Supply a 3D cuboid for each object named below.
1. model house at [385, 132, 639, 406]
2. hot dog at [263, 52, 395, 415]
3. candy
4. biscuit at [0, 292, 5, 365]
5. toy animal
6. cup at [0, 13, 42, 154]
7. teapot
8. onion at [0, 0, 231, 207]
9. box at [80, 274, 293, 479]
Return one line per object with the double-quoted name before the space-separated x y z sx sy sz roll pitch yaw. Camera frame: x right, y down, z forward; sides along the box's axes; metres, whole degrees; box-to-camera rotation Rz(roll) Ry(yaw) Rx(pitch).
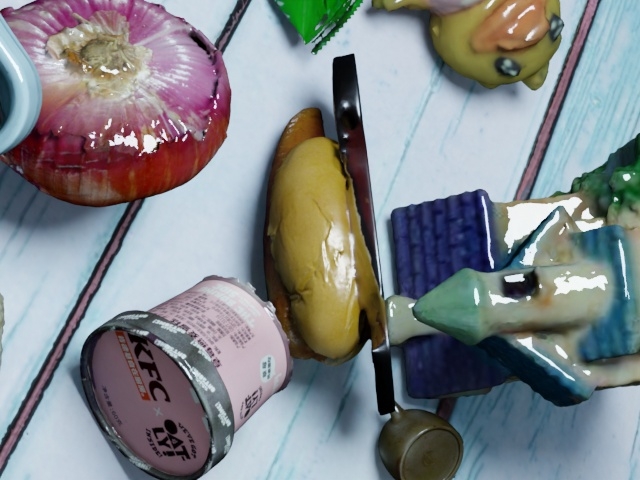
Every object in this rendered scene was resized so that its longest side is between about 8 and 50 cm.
"model house" 0.200 0.040 1.322 0.280 0.312 0.245 -5 82 -1
"hot dog" 0.000 -0.001 1.299 0.107 0.194 0.326 -6 53 2
"candy" -0.024 -0.305 1.389 0.141 0.078 0.203 -45 110 -35
"biscuit" -0.307 0.144 1.069 0.108 0.062 0.239 12 71 -33
"toy animal" 0.158 -0.272 1.462 0.195 0.169 0.281 -40 103 -1
"cup" -0.396 -0.099 0.944 0.331 0.257 0.311 -32 100 -25
"teapot" 0.094 0.206 1.345 0.076 0.068 0.121 -34 121 -14
"onion" -0.191 -0.109 1.174 0.230 0.163 0.230 7 51 -8
"box" -0.108 0.110 1.175 0.135 0.151 0.151 -35 99 -45
